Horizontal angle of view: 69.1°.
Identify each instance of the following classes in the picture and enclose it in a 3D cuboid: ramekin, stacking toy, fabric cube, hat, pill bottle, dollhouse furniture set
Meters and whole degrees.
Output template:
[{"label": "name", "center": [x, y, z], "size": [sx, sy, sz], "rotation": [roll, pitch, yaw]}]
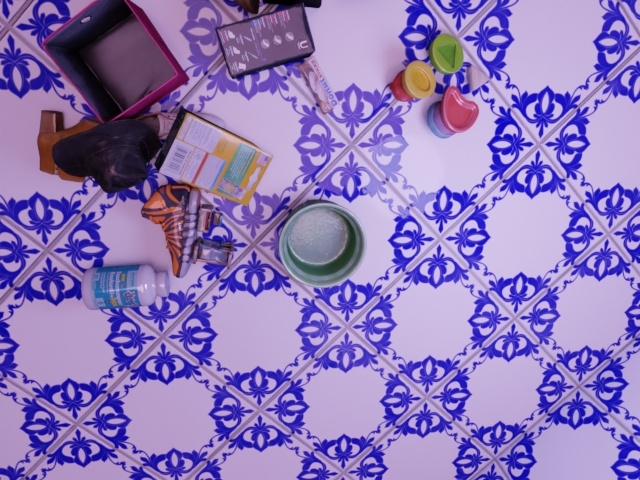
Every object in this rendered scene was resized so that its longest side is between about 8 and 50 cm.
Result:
[{"label": "ramekin", "center": [0.000, 0.000, 1.640], "size": [0.303, 0.148, 0.304], "rotation": [-2, 107, -7]}, {"label": "stacking toy", "center": [0.402, -0.519, 1.587], "size": [0.309, 0.130, 0.280], "rotation": [38, 72, -19]}, {"label": "fabric cube", "center": [-0.571, -0.516, 1.349], "size": [0.254, 0.258, 0.259], "rotation": [-33, 108, 4]}, {"label": "hat", "center": [-0.613, -0.219, 1.388], "size": [0.331, 0.331, 0.134], "rotation": [-21, 81, -1]}, {"label": "pill bottle", "center": [-0.662, 0.157, 1.600], "size": [0.263, 0.146, 0.146], "rotation": [-4, 107, -7]}, {"label": "dollhouse furniture set", "center": [-0.358, -0.014, 1.597], "size": [0.129, 0.129, 0.184], "rotation": [9, 105, -10]}]

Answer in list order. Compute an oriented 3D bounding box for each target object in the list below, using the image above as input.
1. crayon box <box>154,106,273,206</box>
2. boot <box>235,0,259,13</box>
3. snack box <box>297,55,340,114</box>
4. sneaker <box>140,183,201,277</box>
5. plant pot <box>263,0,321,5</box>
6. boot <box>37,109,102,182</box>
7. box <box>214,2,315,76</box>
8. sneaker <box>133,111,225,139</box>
[{"label": "crayon box", "center": [-0.340, -0.261, 1.507], "size": [0.322, 0.083, 0.203], "rotation": [21, 104, -38]}, {"label": "boot", "center": [-0.336, -0.762, 1.375], "size": [0.269, 0.236, 0.089], "rotation": [9, 85, 13]}, {"label": "snack box", "center": [-0.004, -0.514, 1.549], "size": [0.064, 0.022, 0.178], "rotation": [-31, 108, 1]}, {"label": "sneaker", "center": [-0.516, -0.037, 1.587], "size": [0.179, 0.124, 0.322], "rotation": [8, 95, -6]}, {"label": "plant pot", "center": [-0.074, -0.790, 1.363], "size": [0.187, 0.167, 0.188], "rotation": [1, 118, -8]}, {"label": "boot", "center": [-0.747, -0.287, 1.481], "size": [0.294, 0.104, 0.212], "rotation": [9, 111, -1]}, {"label": "box", "center": [-0.167, -0.604, 1.425], "size": [0.270, 0.165, 0.144], "rotation": [-17, 108, -2]}, {"label": "sneaker", "center": [-0.452, -0.355, 1.486], "size": [0.289, 0.123, 0.106], "rotation": [-2, 105, -8]}]
